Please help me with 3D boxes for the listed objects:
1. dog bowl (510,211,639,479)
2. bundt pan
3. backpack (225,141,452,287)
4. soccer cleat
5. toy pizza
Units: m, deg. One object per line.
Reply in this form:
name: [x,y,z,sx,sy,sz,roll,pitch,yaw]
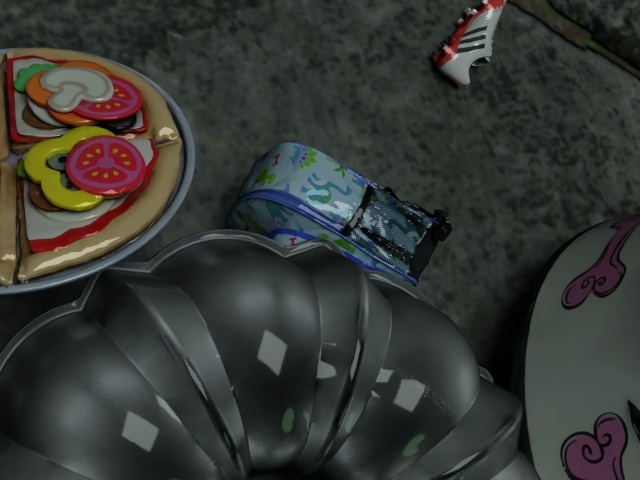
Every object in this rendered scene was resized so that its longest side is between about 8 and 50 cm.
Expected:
dog bowl: [0.325,0.131,0.825,0.408,0.150,0.408,17,54,-26]
bundt pan: [-0.025,0.154,0.669,0.331,0.124,0.331,1,87,-17]
backpack: [0.000,0.000,0.796,0.114,0.105,0.084,35,63,-10]
soccer cleat: [0.112,-0.145,0.944,0.035,0.029,0.083,46,63,-14]
toy pizza: [-0.169,-0.050,0.719,0.201,0.032,0.201,1,45,-1]
